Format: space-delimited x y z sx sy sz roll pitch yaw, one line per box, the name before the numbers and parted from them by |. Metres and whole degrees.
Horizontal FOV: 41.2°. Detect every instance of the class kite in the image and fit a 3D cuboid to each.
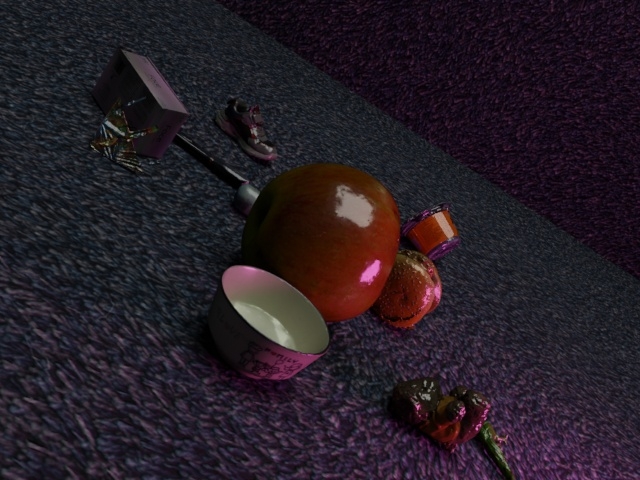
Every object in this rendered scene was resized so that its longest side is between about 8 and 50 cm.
kite | -0.437 -0.231 1.900 0.160 0.010 0.183 -17 87 -19

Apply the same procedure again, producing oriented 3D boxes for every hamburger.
hamburger | 0.203 0.111 2.054 0.182 0.191 0.118 45 24 1

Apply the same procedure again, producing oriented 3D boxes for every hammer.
hammer | -0.302 -0.225 2.177 0.290 0.037 0.137 36 23 -1
hammer | -0.151 -0.100 2.132 0.116 0.069 0.194 35 14 -3

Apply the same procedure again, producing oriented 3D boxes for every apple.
apple | 0.000 0.000 1.788 0.339 0.339 0.339 31 23 -14

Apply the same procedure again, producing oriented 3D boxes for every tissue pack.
tissue pack | -0.436 -0.328 2.041 0.092 0.148 0.246 8 37 -51

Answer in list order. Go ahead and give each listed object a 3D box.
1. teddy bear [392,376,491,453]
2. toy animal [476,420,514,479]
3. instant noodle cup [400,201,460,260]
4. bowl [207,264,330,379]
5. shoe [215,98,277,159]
teddy bear | 0.236 0.345 1.743 0.190 0.140 0.177 26 -3 -6
toy animal | 0.384 0.451 1.851 0.075 0.041 0.217 15 34 -40
instant noodle cup | 0.344 -0.018 2.576 0.208 0.177 0.125 -17 68 -39
bowl | -0.110 0.165 1.564 0.238 0.126 0.238 30 23 -15
shoe | -0.192 -0.327 2.431 0.227 0.125 0.099 41 19 14
